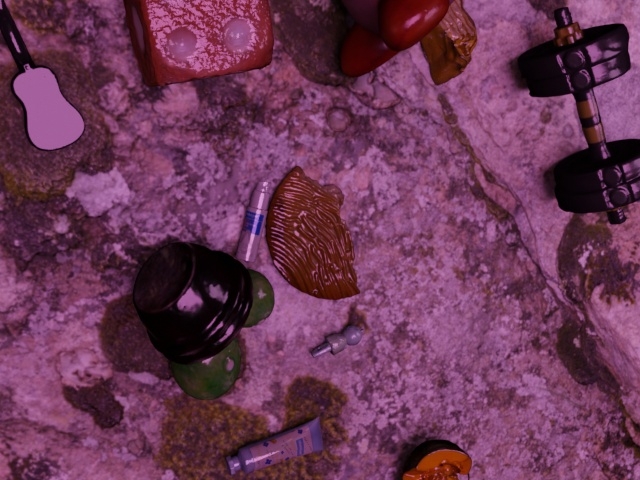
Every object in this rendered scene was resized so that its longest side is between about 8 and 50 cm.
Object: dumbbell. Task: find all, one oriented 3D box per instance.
[{"bbox_3d":[0.462,-0.207,1.319,0.185,0.185,0.389,-26,106,-14],"label":"dumbbell"}]

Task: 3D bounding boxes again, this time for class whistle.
[{"bbox_3d":[0.030,0.172,1.307,0.100,0.035,0.035,-25,106,-13],"label":"whistle"}]

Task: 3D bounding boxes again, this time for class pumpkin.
[{"bbox_3d":[0.200,0.429,1.370,0.118,0.108,0.184,8,104,-13],"label":"pumpkin"}]

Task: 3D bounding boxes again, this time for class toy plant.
[{"bbox_3d":[-0.173,0.118,1.167,0.218,0.175,0.235,-53,136,-11],"label":"toy plant"}]

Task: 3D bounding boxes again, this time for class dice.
[{"bbox_3d":[-0.174,-0.314,1.084,0.179,0.175,0.174,-14,102,-16],"label":"dice"}]

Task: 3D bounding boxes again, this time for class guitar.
[{"bbox_3d":[-0.418,-0.257,1.081,0.083,0.038,0.271,-25,106,-15],"label":"guitar"}]

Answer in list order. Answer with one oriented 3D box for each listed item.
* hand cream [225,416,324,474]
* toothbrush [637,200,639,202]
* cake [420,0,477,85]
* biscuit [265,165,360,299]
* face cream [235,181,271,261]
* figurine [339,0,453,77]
[{"bbox_3d":[-0.076,0.351,1.296,0.170,0.043,0.065,-15,109,-21],"label":"hand cream"},{"bbox_3d":[0.635,-0.229,1.461,0.031,0.023,0.321,10,96,-27],"label":"toothbrush"},{"bbox_3d":[0.200,-0.353,1.284,0.079,0.116,0.185,-29,75,-17],"label":"cake"},{"bbox_3d":[0.000,0.000,1.271,0.228,0.031,0.176,40,86,-20],"label":"biscuit"},{"bbox_3d":[-0.104,-0.032,1.228,0.034,0.034,0.130,14,94,-21],"label":"face cream"},{"bbox_3d":[0.121,-0.406,1.141,0.211,0.269,0.262,-19,94,-15],"label":"figurine"}]
